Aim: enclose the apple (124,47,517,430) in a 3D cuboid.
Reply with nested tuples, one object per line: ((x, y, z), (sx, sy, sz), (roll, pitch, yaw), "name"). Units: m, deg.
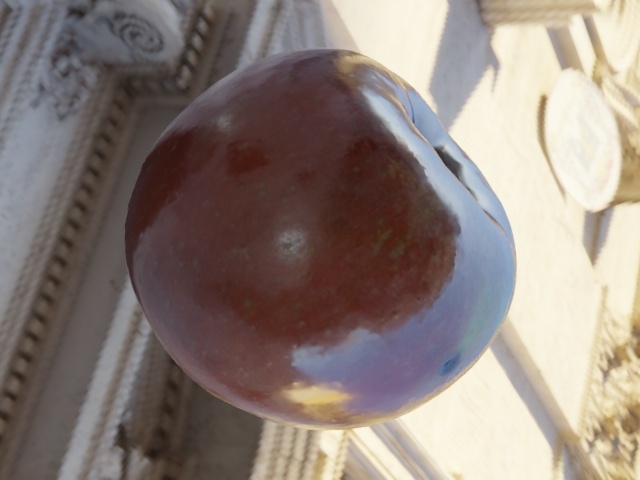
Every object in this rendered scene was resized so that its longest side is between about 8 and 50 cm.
((0.000, 0.000, 1.191), (0.277, 0.348, 0.348), (-38, -130, 15), "apple")
